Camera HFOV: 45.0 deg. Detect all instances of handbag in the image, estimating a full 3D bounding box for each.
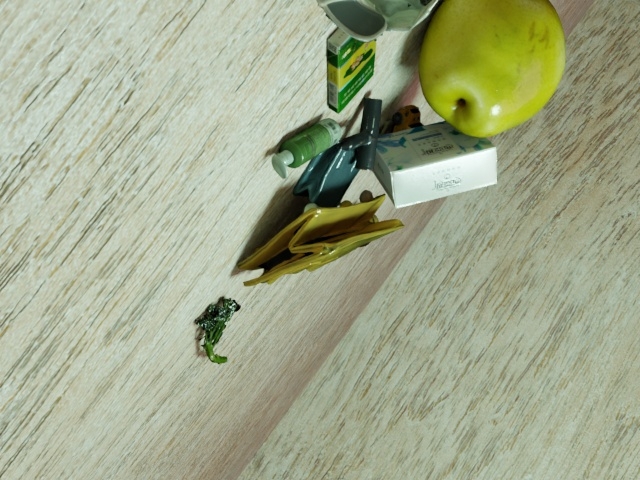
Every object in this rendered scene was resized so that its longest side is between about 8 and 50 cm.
[{"bbox_3d":[0.033,-0.165,1.877,0.179,0.062,0.229,-57,166,11],"label":"handbag"},{"bbox_3d":[0.000,0.000,1.877,0.283,0.133,0.401,-33,172,31],"label":"handbag"}]

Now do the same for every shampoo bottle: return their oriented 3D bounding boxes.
[{"bbox_3d":[-0.032,-0.192,1.601,0.204,0.065,0.065,-39,159,-47],"label":"shampoo bottle"}]

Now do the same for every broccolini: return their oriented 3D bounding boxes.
[{"bbox_3d":[-0.241,0.224,1.892,0.123,0.062,0.271,-32,153,-20],"label":"broccolini"}]

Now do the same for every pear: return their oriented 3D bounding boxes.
[{"bbox_3d":[0.415,-0.450,1.885,0.418,0.362,0.362,-56,167,-25],"label":"pear"}]

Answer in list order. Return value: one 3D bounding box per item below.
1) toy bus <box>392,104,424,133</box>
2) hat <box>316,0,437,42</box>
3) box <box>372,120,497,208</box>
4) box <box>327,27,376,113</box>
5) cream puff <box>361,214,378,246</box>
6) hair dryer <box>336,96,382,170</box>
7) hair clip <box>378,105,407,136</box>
[{"bbox_3d":[0.234,-0.266,2.098,0.083,0.088,0.194,-23,137,-47],"label":"toy bus"},{"bbox_3d":[0.084,-0.450,1.244,0.275,0.161,0.232,-10,127,-37],"label":"hat"},{"bbox_3d":[0.283,-0.204,1.967,0.274,0.203,0.116,-14,125,-6],"label":"box"},{"bbox_3d":[0.065,-0.369,1.567,0.132,0.034,0.235,-50,165,-17],"label":"box"},{"bbox_3d":[0.109,-0.039,2.314,0.133,0.119,0.104,-36,133,19],"label":"cream puff"},{"bbox_3d":[0.086,-0.249,1.773,0.195,0.050,0.173,-6,104,-67],"label":"hair dryer"},{"bbox_3d":[0.189,-0.276,2.167,0.146,0.056,0.187,-41,152,-39],"label":"hair clip"}]
